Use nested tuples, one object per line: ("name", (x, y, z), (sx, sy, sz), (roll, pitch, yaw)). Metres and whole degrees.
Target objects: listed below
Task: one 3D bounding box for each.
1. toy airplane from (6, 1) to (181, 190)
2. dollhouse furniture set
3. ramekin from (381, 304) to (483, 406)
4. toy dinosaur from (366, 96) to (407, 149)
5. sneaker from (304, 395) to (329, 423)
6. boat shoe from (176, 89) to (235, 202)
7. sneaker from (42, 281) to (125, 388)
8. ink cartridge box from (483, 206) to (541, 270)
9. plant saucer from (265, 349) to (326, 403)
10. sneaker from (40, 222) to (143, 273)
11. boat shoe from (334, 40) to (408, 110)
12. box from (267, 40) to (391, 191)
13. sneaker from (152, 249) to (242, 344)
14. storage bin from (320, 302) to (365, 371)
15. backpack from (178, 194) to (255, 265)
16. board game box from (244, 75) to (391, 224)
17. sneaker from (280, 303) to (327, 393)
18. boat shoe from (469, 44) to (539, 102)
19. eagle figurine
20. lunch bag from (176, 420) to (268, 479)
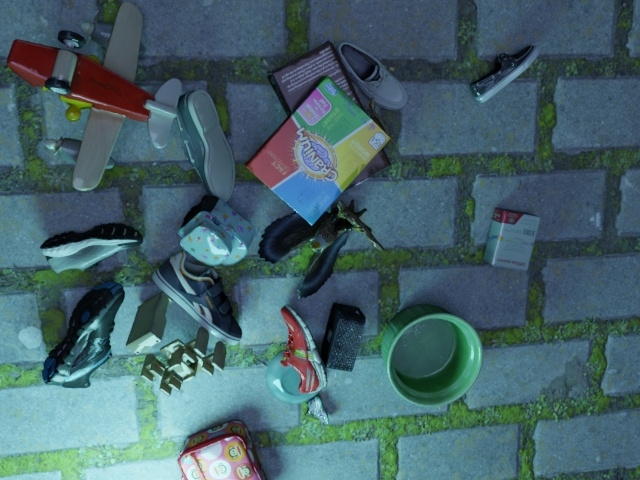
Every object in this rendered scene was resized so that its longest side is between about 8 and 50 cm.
("toy airplane", (-0.557, -0.374, 1.593), (0.386, 0.272, 0.385), (-42, 122, -36))
("dollhouse furniture set", (-0.422, 0.294, 1.794), (0.212, 0.161, 0.242), (-29, 122, 21))
("ramekin", (0.335, 0.347, 1.933), (0.303, 0.148, 0.304), (-2, 103, -9))
("toy dinosaur", (0.176, -0.324, 1.787), (0.053, 0.092, 0.183), (-36, 105, 0))
("sneaker", (-0.017, 0.550, 1.978), (0.069, 0.038, 0.098), (-23, 96, -2))
("boat shoe", (-0.325, -0.257, 1.733), (0.099, 0.116, 0.320), (2, 115, 34))
("sneaker", (-0.653, 0.272, 1.783), (0.139, 0.125, 0.341), (33, 93, -42))
("ink cartridge box", (0.595, -0.005, 1.940), (0.127, 0.072, 0.175), (9, 101, -12))
("plant saucer", (-0.074, 0.430, 1.940), (0.194, 0.037, 0.195), (-2, 103, -9))
("sneaker", (-0.629, 0.024, 1.734), (0.271, 0.100, 0.108), (-11, 118, -4))
("boat shoe", (0.147, -0.466, 1.753), (0.267, 0.088, 0.096), (42, 93, -15))
("box", (0.024, -0.336, 1.737), (0.191, 0.143, 0.382), (-28, 104, -3))
("sneaker", (-0.324, 0.164, 1.793), (0.127, 0.126, 0.321), (-45, 106, 4))
("storage bin", (0.066, 0.294, 1.889), (0.084, 0.122, 0.180), (13, 100, -13))
("backpack", (-0.285, -0.013, 1.738), (0.188, 0.144, 0.166), (33, 134, -24))
("board game box", (-0.007, -0.237, 1.651), (0.242, 0.064, 0.316), (41, 94, -15))
("sneaker", (-0.071, 0.330, 1.862), (0.118, 0.107, 0.279), (-22, 91, -9))
("boat shoe", (0.535, -0.506, 1.822), (0.228, 0.080, 0.076), (-39, 107, 8))
("eagle figurine", (-0.006, 0.001, 1.805), (0.298, 0.225, 0.226), (-36, 63, 29))
("lunch bag", (-0.313, 0.730, 1.929), (0.258, 0.120, 0.293), (-21, 103, -1))
